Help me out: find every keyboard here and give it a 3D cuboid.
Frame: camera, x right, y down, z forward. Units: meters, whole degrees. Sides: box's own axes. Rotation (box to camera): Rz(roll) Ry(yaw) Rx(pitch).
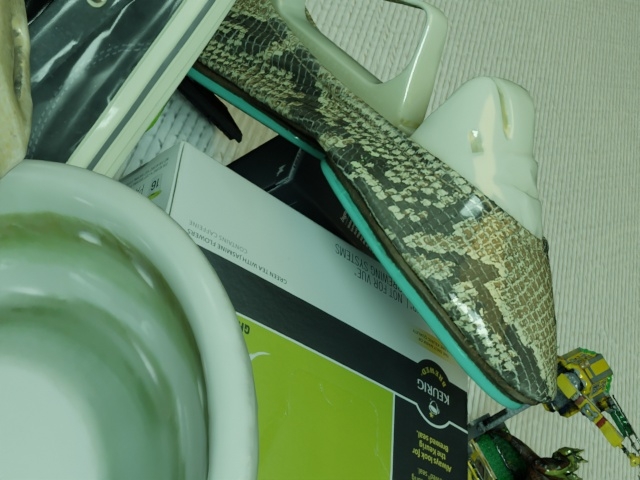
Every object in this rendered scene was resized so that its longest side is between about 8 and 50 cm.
[{"bbox_3d":[-0.149,-0.171,0.955,0.180,0.023,0.108,45,8,-36],"label":"keyboard"}]

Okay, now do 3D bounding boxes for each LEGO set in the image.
[{"bbox_3d":[0.235,0.288,1.008,0.192,0.255,0.331,-11,76,-51],"label":"LEGO set"}]

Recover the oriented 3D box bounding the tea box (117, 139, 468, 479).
[{"bbox_3d":[-0.067,0.165,0.744,0.329,0.220,0.323,32,49,-34],"label":"tea box"}]

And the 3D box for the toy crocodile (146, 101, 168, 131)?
[{"bbox_3d":[-0.260,-0.223,0.817,0.340,0.105,0.115,53,40,-14],"label":"toy crocodile"}]

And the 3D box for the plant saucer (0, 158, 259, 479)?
[{"bbox_3d":[-0.207,0.145,0.508,0.100,0.400,0.400,59,30,-54],"label":"plant saucer"}]

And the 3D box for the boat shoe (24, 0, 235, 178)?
[{"bbox_3d":[-0.161,-0.193,0.711,0.156,0.187,0.500,35,87,-24],"label":"boat shoe"}]

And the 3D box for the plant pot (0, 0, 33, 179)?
[{"bbox_3d":[-0.309,-0.104,0.426,0.334,0.305,0.334,-10,90,-90],"label":"plant pot"}]

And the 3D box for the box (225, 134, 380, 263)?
[{"bbox_3d":[0.000,0.000,0.959,0.207,0.153,0.108,46,42,-23],"label":"box"}]

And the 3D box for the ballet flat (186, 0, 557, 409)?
[{"bbox_3d":[0.048,-0.096,0.756,0.483,0.182,0.164,47,12,31],"label":"ballet flat"}]
